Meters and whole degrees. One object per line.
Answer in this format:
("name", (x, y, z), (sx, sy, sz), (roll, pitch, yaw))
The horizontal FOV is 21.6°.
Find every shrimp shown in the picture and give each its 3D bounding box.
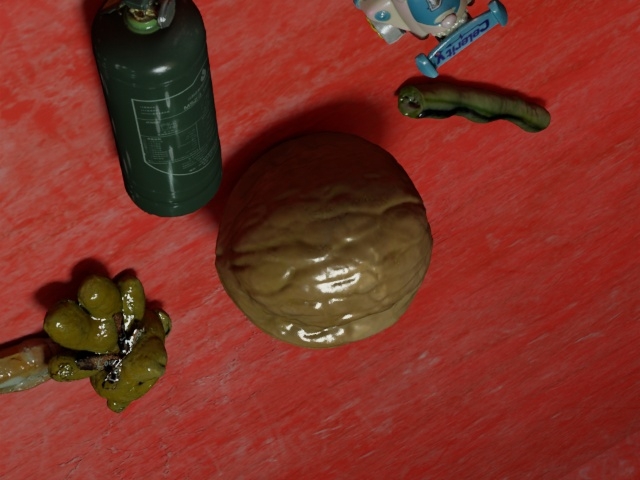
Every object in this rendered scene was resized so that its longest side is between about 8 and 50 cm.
("shrimp", (-0.340, 0.145, 1.771), (0.184, 0.043, 0.091), (-11, 151, -38))

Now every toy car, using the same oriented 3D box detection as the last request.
("toy car", (0.097, -0.232, 1.524), (0.126, 0.098, 0.161), (-37, 156, 5))

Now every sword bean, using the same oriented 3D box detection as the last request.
("sword bean", (0.177, -0.144, 1.839), (0.269, 0.038, 0.043), (3, 132, -52))

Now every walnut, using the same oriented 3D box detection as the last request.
("walnut", (0.000, 0.000, 1.710), (0.228, 0.228, 0.228), (-25, 154, -14))

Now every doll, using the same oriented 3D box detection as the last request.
("doll", (-0.217, 0.107, 1.770), (0.137, 0.097, 0.209), (-56, 154, -8))

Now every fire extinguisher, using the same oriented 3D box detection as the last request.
("fire extinguisher", (-0.138, -0.140, 1.441), (0.311, 0.095, 0.114), (86, 28, -63))
